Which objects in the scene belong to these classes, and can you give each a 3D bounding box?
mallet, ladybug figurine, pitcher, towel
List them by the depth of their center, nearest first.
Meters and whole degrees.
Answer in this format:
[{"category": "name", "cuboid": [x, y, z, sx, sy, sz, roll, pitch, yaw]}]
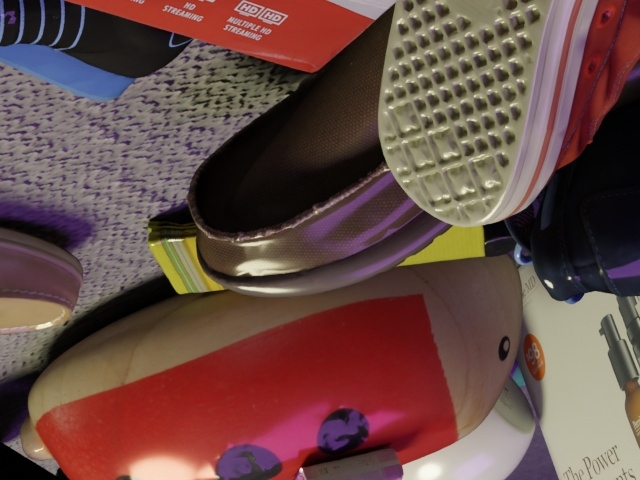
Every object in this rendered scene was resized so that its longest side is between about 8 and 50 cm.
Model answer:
[{"category": "towel", "cuboid": [0.000, 0.000, 0.991, 0.237, 0.021, 0.102, -7, 156, 4]}, {"category": "mallet", "cuboid": [0.068, -0.035, 1.017, 0.189, 0.062, 0.039, 14, 145, -28]}, {"category": "ladybug figurine", "cuboid": [-0.032, 0.130, 1.169, 0.449, 0.162, 0.305, -17, 160, 0]}, {"category": "pitcher", "cuboid": [0.086, 0.191, 1.330, 0.177, 0.125, 0.207, 42, 117, -18]}]

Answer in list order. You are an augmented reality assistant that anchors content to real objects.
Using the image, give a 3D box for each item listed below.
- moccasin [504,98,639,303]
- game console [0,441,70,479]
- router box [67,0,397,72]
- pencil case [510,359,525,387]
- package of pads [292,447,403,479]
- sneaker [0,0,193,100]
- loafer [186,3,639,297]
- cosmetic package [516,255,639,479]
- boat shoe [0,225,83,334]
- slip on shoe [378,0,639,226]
[{"category": "moccasin", "cuboid": [0.160, -0.043, 0.837, 0.116, 0.138, 0.342, -21, -177, 9]}, {"category": "game console", "cuboid": [-0.213, 0.232, 1.299, 0.361, 0.044, 0.213, -1, -171, -37]}, {"category": "router box", "cuboid": [-0.053, -0.194, 0.372, 0.335, 0.082, 0.301, 12, 147, -35]}, {"category": "pencil case", "cuboid": [0.214, 0.139, 1.520, 0.151, 0.064, 0.070, -1, 140, -36]}, {"category": "package of pads", "cuboid": [0.021, 0.192, 1.091, 0.083, 0.032, 0.050, -9, 154, -20]}, {"category": "sneaker", "cuboid": [-0.134, -0.120, 0.582, 0.090, 0.081, 0.232, -32, 162, 29]}, {"category": "loafer", "cuboid": [0.063, -0.104, 0.738, 0.366, 0.134, 0.130, -33, 129, 16]}, {"category": "cosmetic package", "cuboid": [0.290, 0.097, 1.163, 0.097, 0.285, 0.377, -8, 157, -17]}, {"category": "boat shoe", "cuboid": [-0.281, 0.049, 0.857, 0.302, 0.098, 0.109, 4, 151, -44]}, {"category": "slip on shoe", "cuboid": [0.107, -0.152, 0.555, 0.101, 0.123, 0.331, -28, 145, -38]}]
